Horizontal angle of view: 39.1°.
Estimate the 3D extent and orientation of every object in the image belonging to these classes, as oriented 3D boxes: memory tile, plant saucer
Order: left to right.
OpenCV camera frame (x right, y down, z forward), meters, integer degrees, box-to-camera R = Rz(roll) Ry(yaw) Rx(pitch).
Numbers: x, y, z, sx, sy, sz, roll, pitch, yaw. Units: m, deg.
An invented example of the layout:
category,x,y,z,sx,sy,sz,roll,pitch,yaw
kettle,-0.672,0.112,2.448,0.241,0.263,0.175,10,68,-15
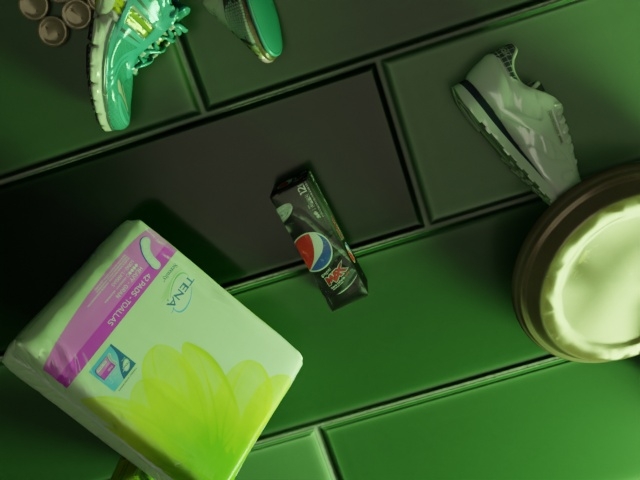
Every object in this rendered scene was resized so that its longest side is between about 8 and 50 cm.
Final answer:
category,x,y,z,sx,sy,sz,roll,pitch,yaw
memory tile,-0.319,-0.314,1.061,0.113,0.012,0.148,-33,102,10
plant saucer,0.367,0.039,1.089,0.278,0.041,0.278,-6,119,-11

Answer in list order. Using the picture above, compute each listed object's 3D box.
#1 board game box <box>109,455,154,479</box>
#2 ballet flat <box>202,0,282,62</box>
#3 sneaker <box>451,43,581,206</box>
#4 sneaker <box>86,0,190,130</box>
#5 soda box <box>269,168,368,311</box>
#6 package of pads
category,x,y,z,sx,sy,sz,roll,pitch,yaw
board game box,-0.210,0.296,1.145,0.043,0.181,0.092,-26,104,9
ballet flat,-0.104,-0.309,1.033,0.079,0.077,0.221,-9,102,23
sneaker,0.260,-0.120,1.069,0.095,0.090,0.235,-41,103,2
sneaker,-0.206,-0.247,1.024,0.110,0.107,0.275,10,117,-15
soda box,0.000,0.000,1.119,0.053,0.060,0.169,-26,104,9
package of pads,-0.188,0.142,1.085,0.296,0.229,0.101,41,142,-9
